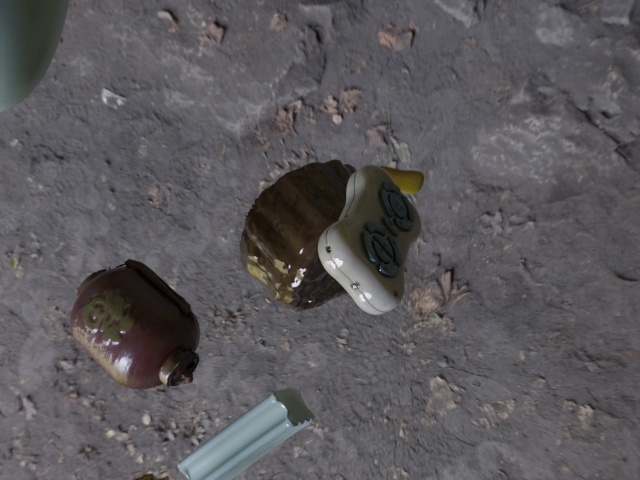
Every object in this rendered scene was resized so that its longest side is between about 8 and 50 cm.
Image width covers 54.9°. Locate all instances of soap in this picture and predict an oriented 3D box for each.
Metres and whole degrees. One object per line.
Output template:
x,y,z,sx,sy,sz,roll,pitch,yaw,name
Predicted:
0.104,-0.081,0.833,0.089,0.012,0.034,3,107,-29,soap
-0.156,0.431,1.334,0.265,0.160,0.087,-38,71,7,soap

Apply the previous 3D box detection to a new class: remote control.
0.040,-0.004,0.451,0.032,0.122,0.074,-29,112,34,remote control

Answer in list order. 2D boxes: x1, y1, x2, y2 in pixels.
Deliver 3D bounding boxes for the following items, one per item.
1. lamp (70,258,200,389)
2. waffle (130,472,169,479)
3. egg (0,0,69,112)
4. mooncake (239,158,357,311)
-0.307,0.144,1.046,0.258,0.180,0.180,35,86,21,lamp
-0.382,0.551,1.316,0.135,0.021,0.092,-9,73,-38,waffle
-0.375,-0.317,0.632,0.230,0.230,0.370,4,107,8,egg
0.000,0.000,1.286,0.324,0.324,0.187,-41,65,-1,mooncake
